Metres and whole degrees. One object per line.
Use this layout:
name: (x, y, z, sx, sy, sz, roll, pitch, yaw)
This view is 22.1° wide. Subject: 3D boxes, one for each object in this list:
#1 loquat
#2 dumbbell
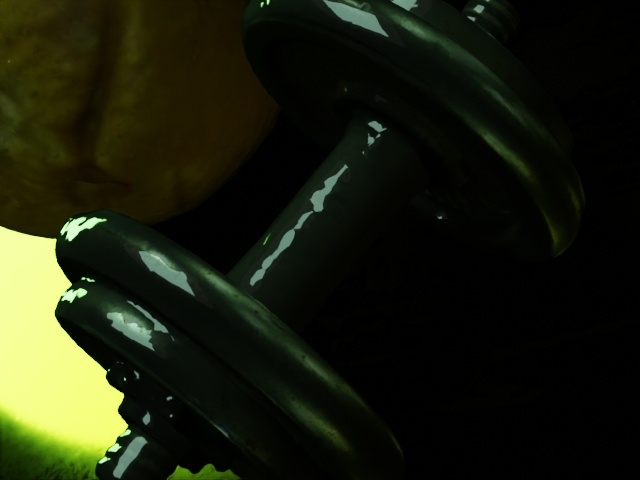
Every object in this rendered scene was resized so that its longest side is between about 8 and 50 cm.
loquat: (-0.150, -0.144, 1.032, 0.276, 0.276, 0.284, -16, 38, 38)
dumbbell: (0.000, 0.000, 0.742, 0.290, 0.192, 0.192, -52, 32, -13)
